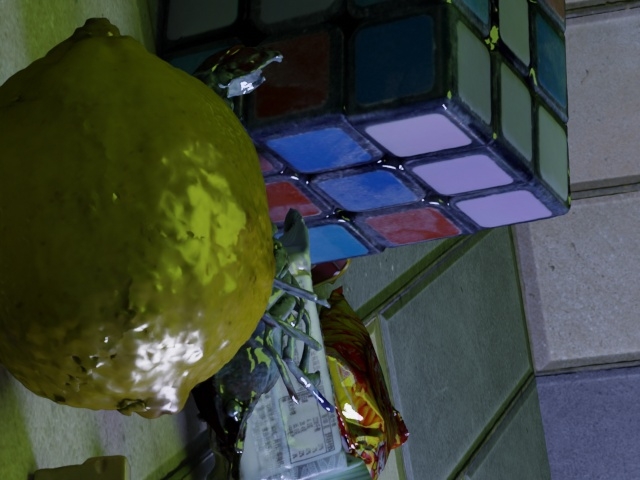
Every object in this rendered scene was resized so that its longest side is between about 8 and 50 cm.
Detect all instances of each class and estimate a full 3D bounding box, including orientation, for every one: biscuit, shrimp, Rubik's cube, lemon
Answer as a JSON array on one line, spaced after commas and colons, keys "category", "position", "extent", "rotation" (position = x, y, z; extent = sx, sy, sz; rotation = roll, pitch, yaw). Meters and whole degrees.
[{"category": "biscuit", "position": [-0.064, 0.139, 1.998], "extent": [0.079, 0.186, 0.309], "rotation": [-152, -133, -66]}, {"category": "shrimp", "position": [-0.078, 0.021, 1.833], "extent": [0.166, 0.221, 0.410], "rotation": [-11, 85, -34]}, {"category": "Rubik's cube", "position": [0.055, -0.208, 2.127], "extent": [0.362, 0.359, 0.363], "rotation": [42, 43, -54]}, {"category": "lemon", "position": [-0.169, -0.014, 1.566], "extent": [0.268, 0.268, 0.321], "rotation": [22, 59, -70]}]

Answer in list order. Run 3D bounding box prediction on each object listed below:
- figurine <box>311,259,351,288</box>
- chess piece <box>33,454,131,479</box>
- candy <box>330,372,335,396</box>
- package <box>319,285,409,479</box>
[{"category": "figurine", "position": [0.000, 0.001, 2.365], "extent": [0.154, 0.098, 0.082], "rotation": [48, 34, -57]}, {"category": "chess piece", "position": [-0.199, 0.279, 1.621], "extent": [0.090, 0.090, 0.200], "rotation": [49, 38, -61]}, {"category": "candy", "position": [-0.023, 0.302, 2.195], "extent": [0.119, 0.119, 0.439], "rotation": [-68, 154, -58]}, {"category": "package", "position": [0.024, 0.190, 2.358], "extent": [0.288, 0.108, 0.223], "rotation": [-54, 129, -76]}]
